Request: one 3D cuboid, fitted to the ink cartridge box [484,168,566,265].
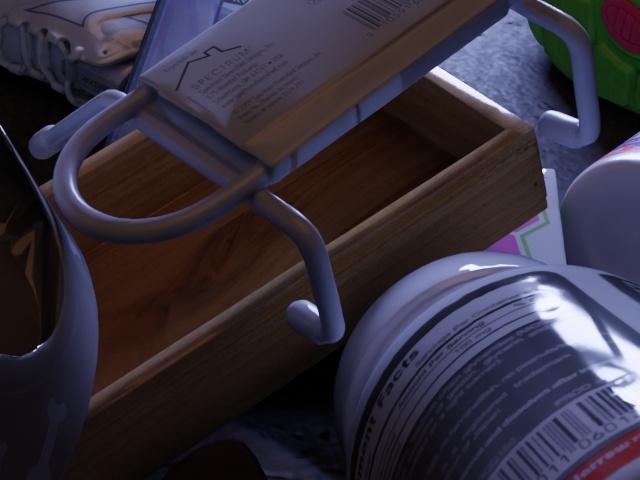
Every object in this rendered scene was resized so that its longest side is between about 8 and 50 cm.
[{"bbox_3d":[0.100,0.003,1.108,0.109,0.062,0.209,3,41,1],"label":"ink cartridge box"}]

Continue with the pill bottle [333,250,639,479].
[{"bbox_3d":[0.130,0.130,0.814,0.210,0.210,0.363,-6,15,-11],"label":"pill bottle"}]

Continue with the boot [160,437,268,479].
[{"bbox_3d":[-0.088,0.222,0.866,0.248,0.090,0.207,-42,26,-9],"label":"boot"}]

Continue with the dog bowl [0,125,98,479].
[{"bbox_3d":[-0.267,0.078,0.890,0.348,0.102,0.349,-18,50,22],"label":"dog bowl"}]

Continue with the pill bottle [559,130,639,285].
[{"bbox_3d":[0.249,-0.031,1.166,0.108,0.108,0.193,24,30,23],"label":"pill bottle"}]

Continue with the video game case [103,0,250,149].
[{"bbox_3d":[-0.036,-0.115,1.227,0.196,0.026,0.274,11,51,4],"label":"video game case"}]

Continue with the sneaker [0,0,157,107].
[{"bbox_3d":[-0.183,-0.162,1.313,0.297,0.111,0.129,7,44,5],"label":"sneaker"}]

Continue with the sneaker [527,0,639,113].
[{"bbox_3d":[0.346,-0.168,1.339,0.202,0.185,0.483,-12,41,-46],"label":"sneaker"}]

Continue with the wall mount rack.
[{"bbox_3d":[-0.021,-0.092,0.992,0.350,0.130,0.304,-37,48,-22],"label":"wall mount rack"}]

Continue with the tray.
[{"bbox_3d":[-0.085,0.018,1.033,0.411,0.076,0.203,-32,43,-19],"label":"tray"}]
